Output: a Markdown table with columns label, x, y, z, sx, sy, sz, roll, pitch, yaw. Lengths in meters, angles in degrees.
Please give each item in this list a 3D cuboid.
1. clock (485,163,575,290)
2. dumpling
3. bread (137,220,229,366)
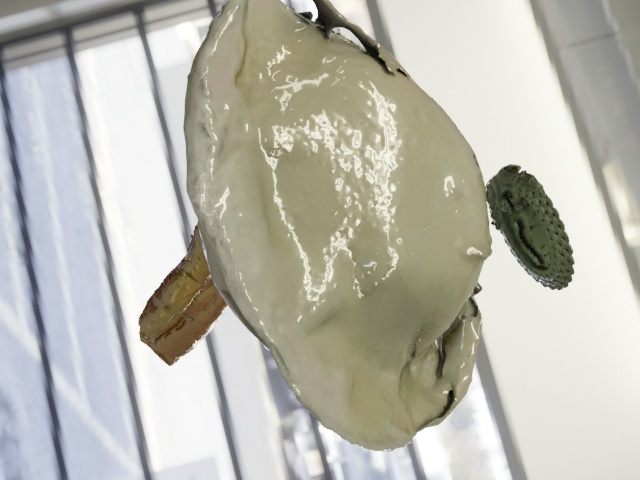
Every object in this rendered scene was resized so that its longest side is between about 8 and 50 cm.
| label | x | y | z | sx | sy | sz | roll | pitch | yaw |
| --- | --- | --- | --- | --- | --- | --- | --- | --- | --- |
| clock | 0.128 | -0.007 | 0.851 | 0.083 | 0.010 | 0.074 | 60 | -22 | 11 |
| dumpling | -0.007 | -0.004 | 0.826 | 0.163 | 0.204 | 0.293 | 3 | -50 | 53 |
| bread | -0.098 | 0.014 | 1.413 | 0.139 | 0.077 | 0.271 | -52 | 179 | -42 |
